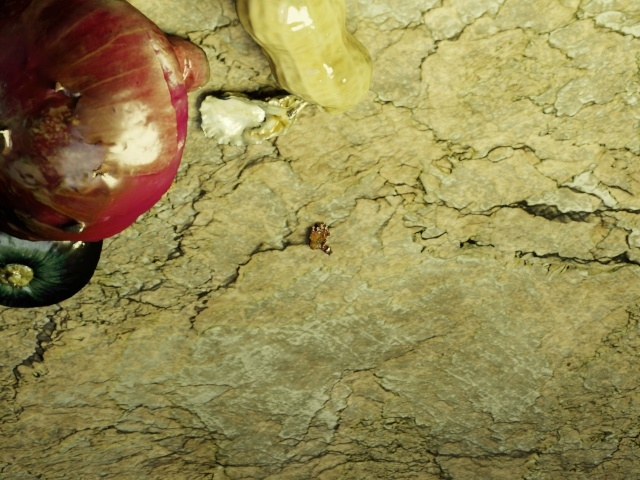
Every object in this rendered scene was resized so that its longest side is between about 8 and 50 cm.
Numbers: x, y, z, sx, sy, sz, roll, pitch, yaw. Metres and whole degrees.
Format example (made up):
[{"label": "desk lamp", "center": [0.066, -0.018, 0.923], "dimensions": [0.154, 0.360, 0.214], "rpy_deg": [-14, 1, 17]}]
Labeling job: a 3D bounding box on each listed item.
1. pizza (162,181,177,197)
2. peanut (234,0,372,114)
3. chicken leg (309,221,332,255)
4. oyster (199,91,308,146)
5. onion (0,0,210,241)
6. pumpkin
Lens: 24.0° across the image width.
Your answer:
[{"label": "pizza", "center": [-0.310, -0.098, 2.037], "dimensions": [0.246, 0.127, 0.058], "rpy_deg": [0, 150, -41]}, {"label": "peanut", "center": [-0.018, -0.258, 1.908], "dimensions": [0.130, 0.130, 0.290], "rpy_deg": [-19, 145, 9]}, {"label": "chicken leg", "center": [-0.002, 0.000, 2.331], "dimensions": [0.036, 0.021, 0.083], "rpy_deg": [-18, 144, -7]}, {"label": "oyster", "center": [-0.097, -0.174, 2.056], "dimensions": [0.146, 0.045, 0.121], "rpy_deg": [-29, 144, 33]}, {"label": "onion", "center": [-0.280, -0.173, 1.835], "dimensions": [0.385, 0.348, 0.348], "rpy_deg": [-28, 161, -45]}, {"label": "pumpkin", "center": [-0.419, -0.004, 2.094], "dimensions": [0.233, 0.163, 0.233], "rpy_deg": [-6, 142, -5]}]
